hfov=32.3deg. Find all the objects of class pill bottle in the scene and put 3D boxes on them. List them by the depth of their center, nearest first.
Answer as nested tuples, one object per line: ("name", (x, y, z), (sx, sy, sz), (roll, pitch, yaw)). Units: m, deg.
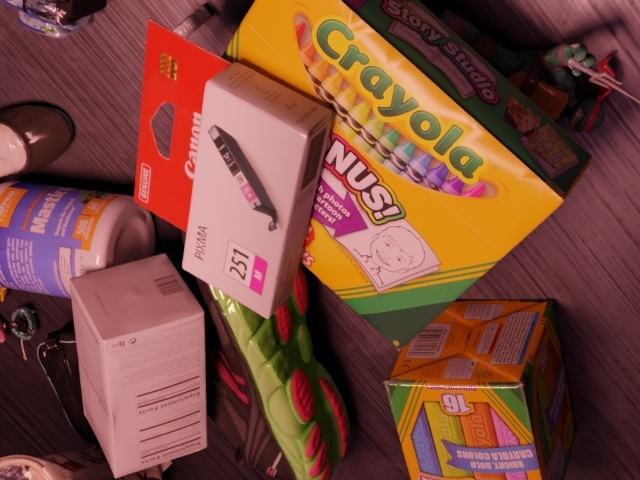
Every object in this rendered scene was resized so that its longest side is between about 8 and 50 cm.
("pill bottle", (-0.380, -0.002, 1.521), (0.272, 0.152, 0.152), (8, 124, 18))

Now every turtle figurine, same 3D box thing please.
("turtle figurine", (0.219, -0.154, 1.183), (0.234, 0.118, 0.175), (25, 121, 7))

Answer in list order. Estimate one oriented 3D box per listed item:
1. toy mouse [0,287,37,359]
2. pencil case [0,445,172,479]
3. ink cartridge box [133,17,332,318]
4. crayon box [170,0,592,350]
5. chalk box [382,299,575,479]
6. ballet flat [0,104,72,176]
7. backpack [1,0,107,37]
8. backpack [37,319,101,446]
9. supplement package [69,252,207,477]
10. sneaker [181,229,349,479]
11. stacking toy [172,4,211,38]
("toy mouse", (-0.491, 0.123, 1.730), (0.161, 0.031, 0.143), (-18, 113, 32))
("pencil case", (-0.361, 0.376, 1.613), (0.160, 0.410, 0.183), (39, 91, 12))
("ink cartridge box", (-0.120, -0.075, 1.216), (0.239, 0.060, 0.275), (29, 135, 16))
("crayon box", (0.050, -0.099, 1.190), (0.363, 0.106, 0.313), (42, 137, 2))
("chalk box", (0.216, 0.241, 1.410), (0.179, 0.180, 0.288), (-3, 122, 25))
("ballet flat", (-0.470, -0.118, 1.519), (0.281, 0.096, 0.095), (-7, 117, 27))
("backpack", (-0.327, -0.299, 1.330), (0.114, 0.105, 0.084), (26, 127, 12))
("backpack", (-0.307, 0.206, 1.632), (0.166, 0.144, 0.188), (-7, 105, 27))
("supplement package", (-0.234, 0.164, 1.439), (0.139, 0.134, 0.244), (50, 147, 44))
("sneaker", (-0.112, 0.142, 1.485), (0.202, 0.185, 0.482), (-1, 118, 27))
("stacking toy", (-0.049, -0.235, 1.291), (0.221, 0.052, 0.167), (-29, 108, 33))
